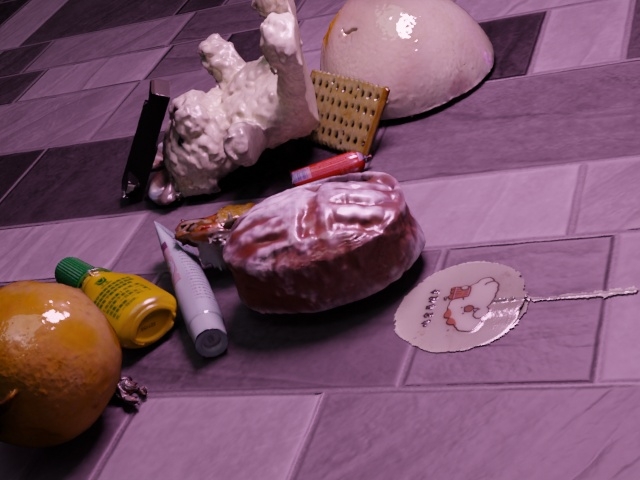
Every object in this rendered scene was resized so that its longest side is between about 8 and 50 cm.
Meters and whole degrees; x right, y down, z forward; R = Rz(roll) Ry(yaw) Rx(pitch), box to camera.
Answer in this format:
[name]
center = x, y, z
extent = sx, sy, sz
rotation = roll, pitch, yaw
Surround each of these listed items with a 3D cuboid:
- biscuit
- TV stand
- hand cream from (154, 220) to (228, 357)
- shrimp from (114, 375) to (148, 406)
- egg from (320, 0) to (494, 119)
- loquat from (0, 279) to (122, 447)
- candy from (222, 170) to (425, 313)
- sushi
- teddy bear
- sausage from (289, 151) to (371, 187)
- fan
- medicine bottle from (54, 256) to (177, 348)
[biscuit]
center = 0.032, -0.231, 1.921
extent = 0.231, 0.016, 0.139
rotation = 26, 100, 50
[TV stand]
center = -0.318, -0.180, 1.934
extent = 0.040, 0.256, 0.049
rotation = 9, 45, -18
[hand cream]
center = -0.198, 0.064, 1.646
extent = 0.058, 0.085, 0.331
rotation = -48, 32, 14
[shrimp]
center = -0.275, 0.212, 1.513
extent = 0.038, 0.029, 0.092
rotation = -32, 38, -32
[egg]
center = 0.147, -0.376, 1.987
extent = 0.337, 0.201, 0.337
rotation = -16, 34, 11
[loquat]
center = -0.396, 0.174, 1.449
extent = 0.244, 0.244, 0.244
rotation = -16, 32, 10
[candy]
center = 0.000, 0.000, 1.542
extent = 0.290, 0.157, 0.214
rotation = -17, 36, 8
[sushi]
center = -0.119, -0.011, 1.679
extent = 0.226, 0.103, 0.097
rotation = -13, -3, -2
[teddy bear]
center = -0.190, -0.250, 1.868
extent = 0.362, 0.375, 0.327
rotation = -12, 54, 4
[sausage]
center = 0.019, -0.121, 1.824
extent = 0.145, 0.048, 0.050
rotation = -19, -7, 4
[fan]
center = 0.253, 0.078, 1.409
extent = 0.329, 0.009, 0.190
rotation = -6, 34, 25
[medicine bottle]
center = -0.340, 0.087, 1.692
extent = 0.111, 0.076, 0.309
rotation = -35, 34, -25
